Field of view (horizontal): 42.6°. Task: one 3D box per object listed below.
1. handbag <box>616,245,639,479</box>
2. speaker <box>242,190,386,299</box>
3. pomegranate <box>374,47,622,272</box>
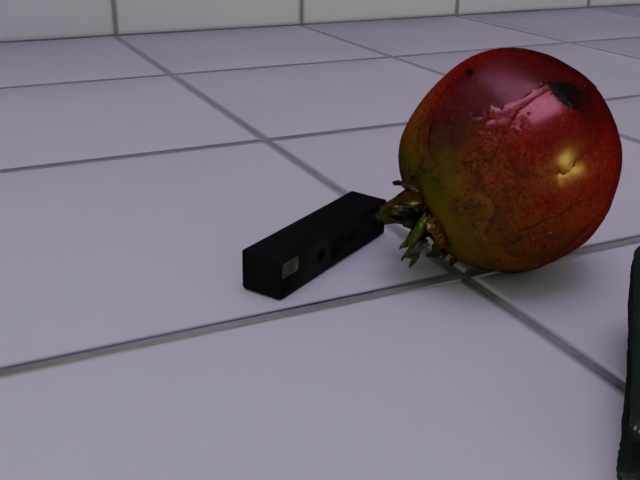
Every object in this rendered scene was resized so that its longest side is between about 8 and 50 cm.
[{"bbox_3d":[0.328,0.096,0.538,0.248,0.079,0.260,9,25,18],"label":"handbag"},{"bbox_3d":[0.000,0.000,0.800,0.046,0.040,0.191,16,27,29],"label":"speaker"},{"bbox_3d":[0.163,-0.067,0.768,0.235,0.210,0.210,-29,26,0],"label":"pomegranate"}]
